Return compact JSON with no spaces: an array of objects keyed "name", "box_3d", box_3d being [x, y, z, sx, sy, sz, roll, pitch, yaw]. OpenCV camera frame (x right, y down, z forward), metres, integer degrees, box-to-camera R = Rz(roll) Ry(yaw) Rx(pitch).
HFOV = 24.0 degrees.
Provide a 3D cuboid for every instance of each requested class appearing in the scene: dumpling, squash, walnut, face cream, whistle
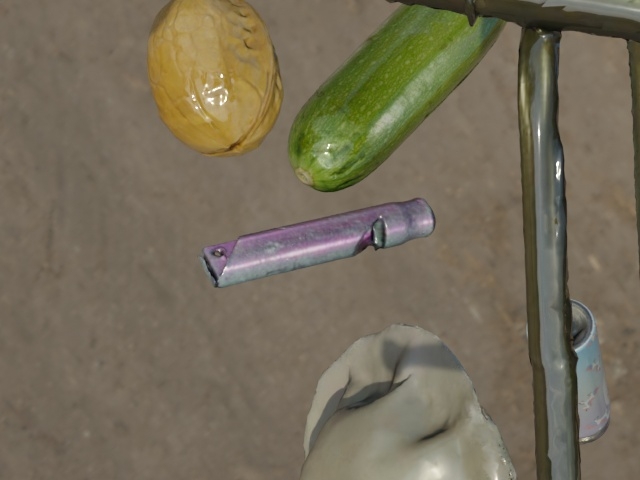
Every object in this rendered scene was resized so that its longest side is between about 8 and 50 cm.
[{"name":"dumpling","box_3d":[0.050,0.202,1.305,0.163,0.293,0.204,-34,99,-34]},{"name":"squash","box_3d":[0.059,-0.117,1.016,0.069,0.069,0.239,46,59,-5]},{"name":"walnut","box_3d":[-0.121,-0.193,1.721,0.159,0.159,0.207,8,60,-35]},{"name":"face cream","box_3d":[0.276,0.154,1.657,0.229,0.075,0.075,68,20,-52]},{"name":"whistle","box_3d":[0.000,0.000,1.056,0.176,0.033,0.033,-14,70,-23]}]

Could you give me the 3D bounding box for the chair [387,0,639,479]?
[{"name":"chair","box_3d":[0.238,0.029,0.671,0.364,0.410,0.362,-23,111,-68]}]
